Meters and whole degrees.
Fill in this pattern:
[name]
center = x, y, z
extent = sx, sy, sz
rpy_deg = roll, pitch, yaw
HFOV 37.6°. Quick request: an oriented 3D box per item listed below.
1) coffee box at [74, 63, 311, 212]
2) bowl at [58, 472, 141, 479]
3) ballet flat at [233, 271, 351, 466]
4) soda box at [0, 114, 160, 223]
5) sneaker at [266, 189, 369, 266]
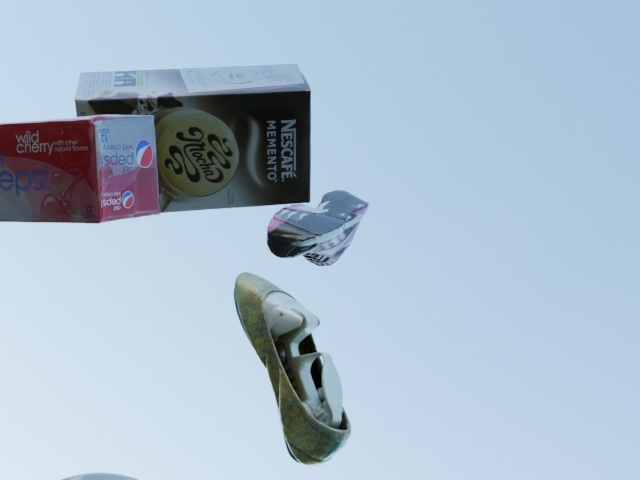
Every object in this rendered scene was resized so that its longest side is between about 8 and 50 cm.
[coffee box]
center = -0.166, -0.137, 1.260
extent = 0.297, 0.119, 0.168
rpy_deg = -5, -61, -9
[bowl]
center = -0.295, 0.465, 1.228
extent = 0.134, 0.298, 0.297
rpy_deg = 180, -99, -71
[ballet flat]
center = -0.037, 0.182, 1.494
extent = 0.123, 0.123, 0.348
rpy_deg = -38, -121, 31
[soda box]
center = -0.275, -0.063, 0.855
extent = 0.263, 0.083, 0.092
rpy_deg = 1, -83, 29
[sneaker]
center = 0.000, 0.000, 1.101
extent = 0.072, 0.178, 0.077
rpy_deg = 25, -65, 28
